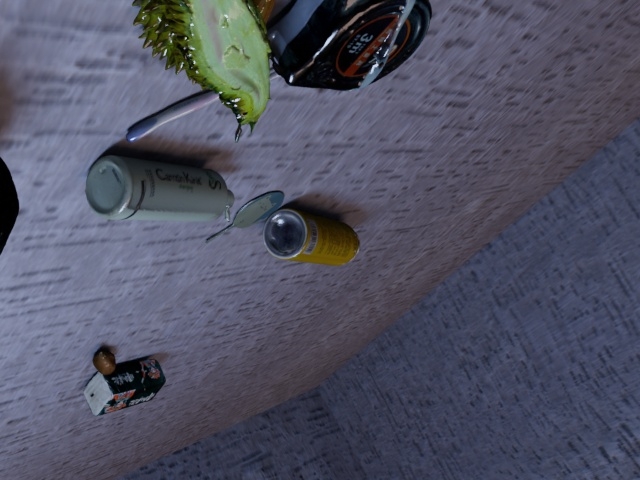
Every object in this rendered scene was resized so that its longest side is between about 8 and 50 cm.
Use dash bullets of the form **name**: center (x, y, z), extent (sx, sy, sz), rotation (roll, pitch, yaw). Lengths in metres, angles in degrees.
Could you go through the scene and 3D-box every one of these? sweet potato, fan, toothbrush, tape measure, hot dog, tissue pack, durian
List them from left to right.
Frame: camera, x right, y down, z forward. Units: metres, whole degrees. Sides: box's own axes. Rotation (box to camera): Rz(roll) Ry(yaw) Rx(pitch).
- **sweet potato**: center (-0.470, 0.260, 1.574), extent (0.049, 0.049, 0.117), rotation (-26, 162, -19)
- **tissue pack**: center (-0.470, 0.352, 1.750), extent (0.103, 0.090, 0.170), rotation (-46, 159, 30)
- **durian**: center (-0.120, -0.219, 0.771), extent (0.132, 0.107, 0.375), rotation (-33, 162, -4)
- **toothbrush**: center (-0.135, -0.193, 0.964), extent (0.269, 0.021, 0.027), rotation (-28, 150, -14)
- **fan**: center (-0.144, -0.042, 1.381), extent (0.175, 0.005, 0.113), rotation (-32, 163, -4)
- **hot dog**: center (-0.075, -0.270, 0.844), extent (0.044, 0.028, 0.137), rotation (-52, 180, -38)
- **tape measure**: center (0.045, -0.273, 0.913), extent (0.182, 0.107, 0.181), rotation (-42, 157, 30)

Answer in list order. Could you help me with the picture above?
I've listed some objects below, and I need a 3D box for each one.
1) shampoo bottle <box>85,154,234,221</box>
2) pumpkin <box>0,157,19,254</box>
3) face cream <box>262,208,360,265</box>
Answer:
- **shampoo bottle**: center (-0.214, -0.070, 1.054), extent (0.085, 0.085, 0.262), rotation (-40, 161, 24)
- **pumpkin**: center (-0.414, -0.026, 0.705), extent (0.233, 0.163, 0.233), rotation (-27, 162, -9)
- **face cream**: center (0.000, 0.000, 1.580), extent (0.105, 0.105, 0.348), rotation (-38, 162, 17)
